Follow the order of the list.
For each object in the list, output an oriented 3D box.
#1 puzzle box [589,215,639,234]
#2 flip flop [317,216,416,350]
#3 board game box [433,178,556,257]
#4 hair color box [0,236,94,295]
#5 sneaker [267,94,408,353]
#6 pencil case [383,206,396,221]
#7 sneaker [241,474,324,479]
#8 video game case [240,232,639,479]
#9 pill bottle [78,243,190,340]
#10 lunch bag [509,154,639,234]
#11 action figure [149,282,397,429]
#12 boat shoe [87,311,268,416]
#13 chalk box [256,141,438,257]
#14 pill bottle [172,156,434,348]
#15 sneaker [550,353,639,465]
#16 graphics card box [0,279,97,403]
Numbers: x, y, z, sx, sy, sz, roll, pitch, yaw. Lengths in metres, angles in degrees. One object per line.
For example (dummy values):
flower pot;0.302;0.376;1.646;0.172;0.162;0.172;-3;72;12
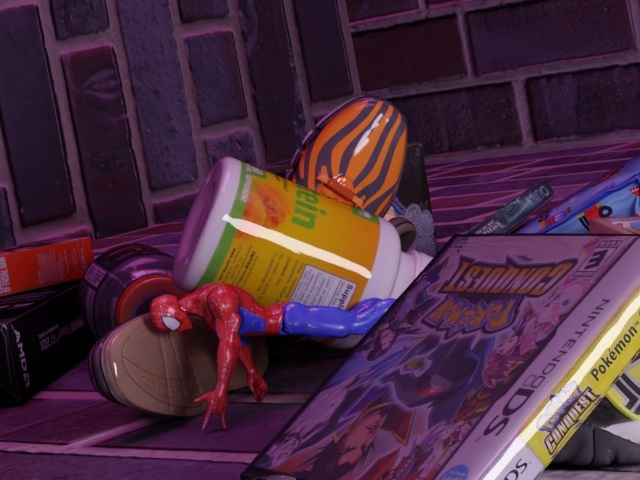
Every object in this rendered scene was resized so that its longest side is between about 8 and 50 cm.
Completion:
puzzle box;0.465;0.008;1.564;0.409;0.052;0.272;-4;8;-7
flip flop;0.061;0.058;1.944;0.112;0.080;0.277;-53;2;21
board game box;0.161;0.003;1.892;0.126;0.026;0.186;-38;-4;39
hair color box;-0.369;0.034;2.175;0.167;0.053;0.093;-14;8;-33
sneaker;0.000;0.000;1.885;0.125;0.321;0.180;29;7;-10
pencil case;-0.030;0.032;2.152;0.273;0.124;0.113;-11;6;-3
sneaker;-0.020;0.169;1.066;0.078;0.067;0.188;-18;4;-11
video game case;0.091;0.090;1.181;0.248;0.035;0.275;-48;20;-19
pill bottle;-0.194;0.075;1.992;0.130;0.130;0.246;-11;6;-12
lunch bag;0.239;0.021;1.871;0.293;0.138;0.221;-20;4;22
action figure;-0.020;0.108;1.619;0.280;0.139;0.091;8;-4;-14
boat shoe;-0.145;0.115;1.697;0.092;0.102;0.285;-13;0;25
chalk box;-0.018;-0.016;2.323;0.289;0.180;0.179;-13;6;-35
pill bottle;-0.007;0.024;1.731;0.246;0.136;0.136;22;-1;-13
sneaker;0.254;0.066;1.205;0.385;0.147;0.145;-8;8;33
graphics card box;-0.407;0.124;2.068;0.233;0.094;0.371;-9;4;7
